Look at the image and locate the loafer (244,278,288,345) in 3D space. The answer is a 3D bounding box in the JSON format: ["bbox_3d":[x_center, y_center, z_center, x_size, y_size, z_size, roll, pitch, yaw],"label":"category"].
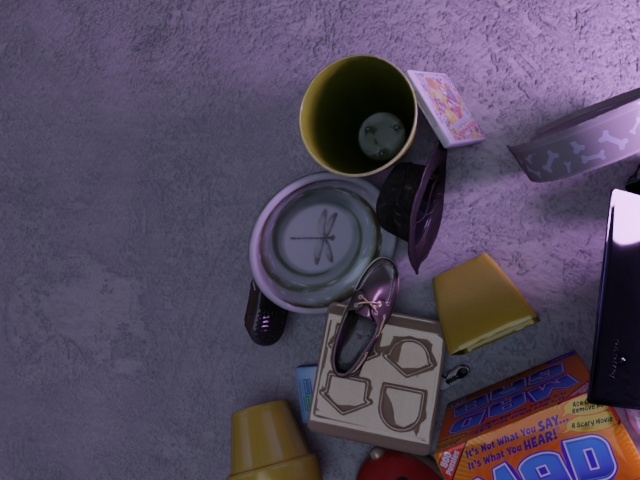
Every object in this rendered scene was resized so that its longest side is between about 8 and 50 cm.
[{"bbox_3d":[-0.144,0.103,1.547,0.130,0.133,0.366,10,80,54],"label":"loafer"}]

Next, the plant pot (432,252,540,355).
[{"bbox_3d":[0.388,0.151,1.350,0.212,0.212,0.187,-29,70,16],"label":"plant pot"}]

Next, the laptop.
[{"bbox_3d":[0.648,0.135,1.120,0.236,0.408,0.382,8,84,17],"label":"laptop"}]

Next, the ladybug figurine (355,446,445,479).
[{"bbox_3d":[0.242,0.747,1.417,0.305,0.162,0.449,-35,80,16],"label":"ladybug figurine"}]

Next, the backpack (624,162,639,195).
[{"bbox_3d":[0.791,-0.139,1.215,0.165,0.188,0.144,33,100,15],"label":"backpack"}]

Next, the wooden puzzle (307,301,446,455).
[{"bbox_3d":[0.151,0.358,1.456,0.322,0.080,0.348,9,86,9],"label":"wooden puzzle"}]

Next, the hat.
[{"bbox_3d":[0.210,-0.087,1.339,0.133,0.331,0.332,12,94,20],"label":"hat"}]

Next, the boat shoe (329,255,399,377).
[{"bbox_3d":[0.112,0.192,1.388,0.116,0.097,0.325,24,88,9],"label":"boat shoe"}]

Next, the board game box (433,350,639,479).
[{"bbox_3d":[0.508,0.509,1.226,0.356,0.356,0.356,-29,82,16],"label":"board game box"}]

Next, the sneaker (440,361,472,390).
[{"bbox_3d":[0.345,0.356,1.442,0.109,0.043,0.040,-43,80,15],"label":"sneaker"}]

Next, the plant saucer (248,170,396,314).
[{"bbox_3d":[0.000,0.000,1.450,0.400,0.100,0.401,-8,115,-17],"label":"plant saucer"}]

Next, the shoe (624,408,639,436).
[{"bbox_3d":[0.757,0.362,1.300,0.076,0.058,0.219,-7,88,18],"label":"shoe"}]

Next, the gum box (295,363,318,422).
[{"bbox_3d":[0.030,0.423,1.545,0.184,0.041,0.157,-9,87,18],"label":"gum box"}]

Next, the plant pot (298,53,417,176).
[{"bbox_3d":[0.121,-0.280,1.374,0.274,0.293,0.275,0,90,17],"label":"plant pot"}]

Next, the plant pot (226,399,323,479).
[{"bbox_3d":[-0.142,0.574,1.509,0.254,0.254,0.239,-22,70,17],"label":"plant pot"}]

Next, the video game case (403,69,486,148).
[{"bbox_3d":[0.307,-0.324,1.354,0.026,0.227,0.206,-35,80,37],"label":"video game case"}]

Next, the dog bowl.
[{"bbox_3d":[0.595,-0.232,1.209,0.348,0.349,0.102,-22,97,17],"label":"dog bowl"}]
